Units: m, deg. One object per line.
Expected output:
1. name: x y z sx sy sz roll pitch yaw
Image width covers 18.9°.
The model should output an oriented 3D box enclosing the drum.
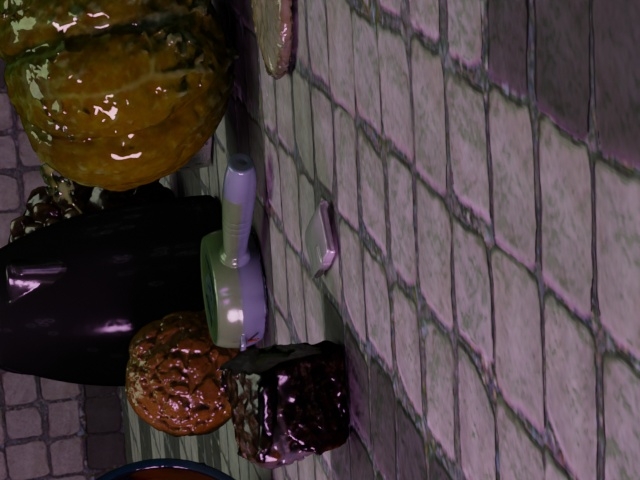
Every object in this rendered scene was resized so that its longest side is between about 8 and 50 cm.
1. drum: -0.083 -0.007 1.823 0.130 0.049 0.253 -108 16 -49

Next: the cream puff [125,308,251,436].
1. cream puff: -0.130 0.131 1.929 0.126 0.144 0.103 62 153 6

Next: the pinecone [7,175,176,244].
1. pinecone: -0.279 0.006 2.477 0.272 0.224 0.224 -45 -44 -61

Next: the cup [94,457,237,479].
1. cup: -0.158 0.402 1.969 0.292 0.242 0.308 110 148 -71

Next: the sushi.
1. sushi: -0.023 0.123 1.454 0.098 0.094 0.084 16 116 62

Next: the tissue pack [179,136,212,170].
1. tissue pack: -0.162 -0.105 2.110 0.062 0.083 0.042 96 163 -51

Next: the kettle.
1. kettle: -0.249 0.082 2.133 0.268 0.290 0.207 101 160 -62

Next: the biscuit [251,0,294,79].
1. biscuit: -0.042 -0.206 1.563 0.152 0.020 0.152 174 90 -79

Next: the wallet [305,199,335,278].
1. wallet: 0.000 0.000 1.473 0.083 0.011 0.044 119 143 -72

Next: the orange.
1. orange: -0.196 -0.199 1.856 0.300 0.223 0.301 80 178 -53
